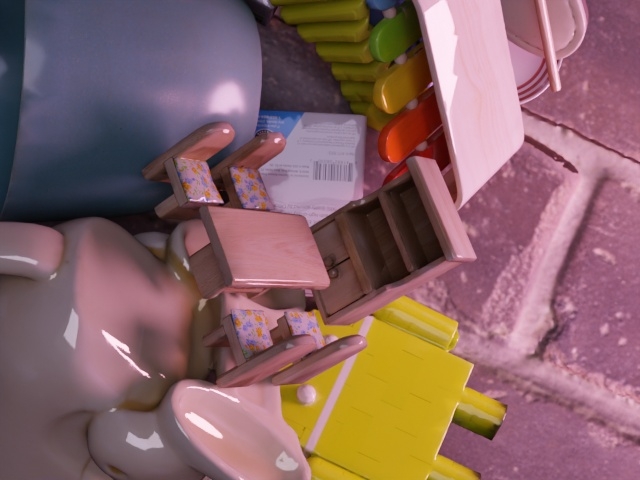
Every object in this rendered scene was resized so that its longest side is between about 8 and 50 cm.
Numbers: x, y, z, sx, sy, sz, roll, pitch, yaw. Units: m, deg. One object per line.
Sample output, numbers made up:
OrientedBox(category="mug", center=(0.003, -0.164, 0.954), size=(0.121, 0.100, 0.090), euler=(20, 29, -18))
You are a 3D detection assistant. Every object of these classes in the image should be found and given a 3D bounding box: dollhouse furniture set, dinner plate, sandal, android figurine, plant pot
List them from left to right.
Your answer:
OrientedBox(category="plant pot", center=(-0.194, -0.155, 1.218), size=(0.235, 0.293, 0.293), euler=(3, 88, -21))
OrientedBox(category="dollhouse furniture set", center=(0.000, 0.000, 1.124), size=(0.161, 0.242, 0.212), euler=(-32, 70, 30))
OrientedBox(category="sandal", center=(0.046, -0.246, 1.274), size=(0.126, 0.317, 0.138), euler=(16, 65, 37))
OrientedBox(category="android figurine", center=(0.051, 0.167, 1.302), size=(0.273, 0.056, 0.248), euler=(27, 63, 3))
OrientedBox(category="dinner plate", center=(0.199, -0.217, 1.382), size=(0.141, 0.017, 0.141), euler=(0, 88, -6))

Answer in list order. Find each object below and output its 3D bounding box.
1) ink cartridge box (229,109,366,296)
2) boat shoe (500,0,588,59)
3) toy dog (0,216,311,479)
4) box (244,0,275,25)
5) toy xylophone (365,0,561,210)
OrientedBox(category="ink cartridge box", center=(-0.026, -0.038, 1.320), size=(0.139, 0.082, 0.190), euler=(3, 89, -1))
OrientedBox(category="boat shoe", center=(0.180, -0.337, 1.334), size=(0.324, 0.097, 0.116), euler=(49, 129, 2))
OrientedBox(category="toy dog", center=(-0.257, 0.175, 1.167), size=(0.395, 0.408, 0.284), euler=(24, 43, -39))
OrientedBox(category="box", center=(-0.057, -0.348, 1.317), size=(0.114, 0.103, 0.203), euler=(28, 86, -5))
OrientedBox(category="toy xylophone", center=(0.140, -0.181, 1.243), size=(0.236, 0.081, 0.322), euler=(-35, 128, -37))
